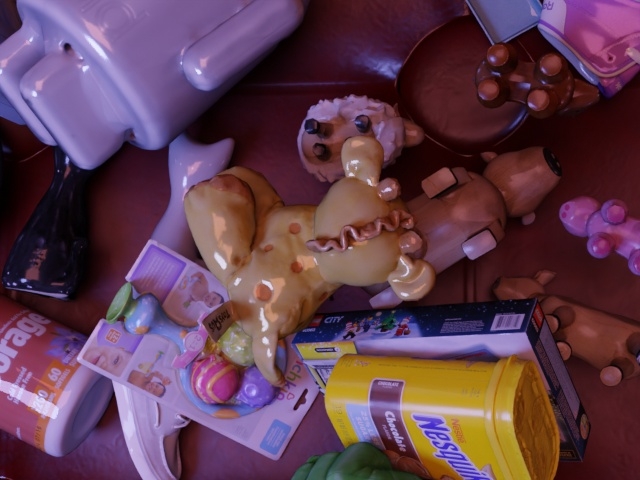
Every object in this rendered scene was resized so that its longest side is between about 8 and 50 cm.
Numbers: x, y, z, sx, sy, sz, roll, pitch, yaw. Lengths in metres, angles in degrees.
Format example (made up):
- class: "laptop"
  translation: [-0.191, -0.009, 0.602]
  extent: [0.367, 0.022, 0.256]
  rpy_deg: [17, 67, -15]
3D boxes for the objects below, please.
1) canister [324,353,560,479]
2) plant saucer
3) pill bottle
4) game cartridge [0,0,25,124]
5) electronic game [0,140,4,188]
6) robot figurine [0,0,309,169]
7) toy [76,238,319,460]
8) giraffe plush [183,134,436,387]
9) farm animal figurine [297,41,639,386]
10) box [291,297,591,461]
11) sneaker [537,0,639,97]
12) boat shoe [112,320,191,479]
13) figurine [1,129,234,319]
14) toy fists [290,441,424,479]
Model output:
- class: "canister"
  translation: [0.101, 0.152, 0.778]
  extent: [0.170, 0.126, 0.073]
  rpy_deg: [-1, 42, 32]
- class: "plant saucer"
  translation: [0.167, -0.300, 0.993]
  extent: [0.067, 0.018, 0.192]
  rpy_deg: [-29, 81, 2]
- class: "pill bottle"
  translation: [-0.326, 0.122, 0.945]
  extent: [0.216, 0.121, 0.121]
  rpy_deg: [24, 87, 8]
- class: "game cartridge"
  translation: [-0.358, -0.276, 0.956]
  extent: [0.062, 0.198, 0.297]
  rpy_deg: [-17, 83, 4]
- class: "electronic game"
  translation: [-0.448, -0.062, 0.995]
  extent: [0.229, 0.048, 0.229]
  rpy_deg: [-4, 70, 12]
- class: "robot figurine"
  translation: [-0.148, -0.230, 0.907]
  extent: [0.300, 0.199, 0.353]
  rpy_deg: [32, 69, 37]
- class: "toy"
  translation: [-0.097, 0.116, 0.901]
  extent: [0.237, 0.056, 0.136]
  rpy_deg: [32, 87, -19]
- class: "giraffe plush"
  translation: [0.000, 0.000, 0.768]
  extent: [0.171, 0.210, 0.181]
  rpy_deg: [-26, 113, 15]
- class: "farm animal figurine"
  translation: [0.165, -0.010, 0.896]
  extent: [0.327, 0.172, 0.330]
  rpy_deg: [-14, 90, 17]
- class: "box"
  translation: [0.108, 0.131, 0.842]
  extent: [0.233, 0.044, 0.159]
  rpy_deg: [-7, 127, 34]
- class: "sneaker"
  translation: [0.359, -0.202, 0.928]
  extent: [0.282, 0.102, 0.161]
  rpy_deg: [24, 93, 16]
- class: "boat shoe"
  translation: [-0.163, 0.166, 0.938]
  extent: [0.063, 0.066, 0.184]
  rpy_deg: [-11, 93, 10]
- class: "figurine"
  translation: [-0.204, -0.031, 0.972]
  extent: [0.215, 0.092, 0.209]
  rpy_deg: [10, 81, 6]
- class: "toy fists"
  translation: [0.022, 0.267, 0.833]
  extent: [0.142, 0.279, 0.096]
  rpy_deg: [15, 54, -4]
